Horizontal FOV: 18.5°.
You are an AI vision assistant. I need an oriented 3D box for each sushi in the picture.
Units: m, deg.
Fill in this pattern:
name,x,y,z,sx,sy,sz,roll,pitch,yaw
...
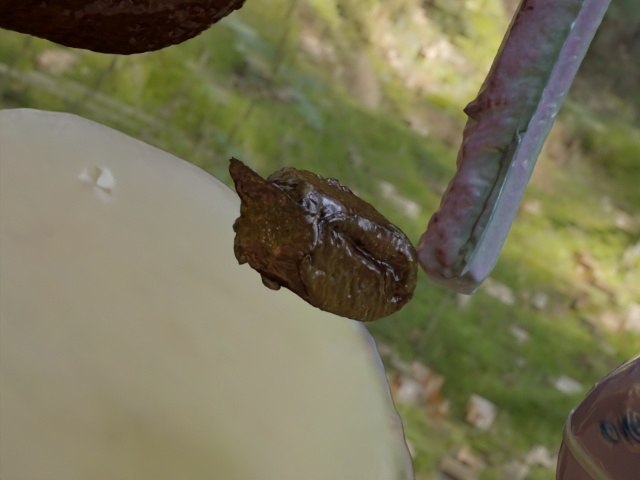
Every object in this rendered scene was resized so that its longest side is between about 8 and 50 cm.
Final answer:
name,x,y,z,sx,sy,sz,roll,pitch,yaw
sushi,0.000,0.000,0.861,0.055,0.052,0.120,28,6,35

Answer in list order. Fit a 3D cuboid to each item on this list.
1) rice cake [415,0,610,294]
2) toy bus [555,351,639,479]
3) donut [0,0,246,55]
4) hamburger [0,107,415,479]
name,x,y,z,sx,sy,sz,roll,pitch,yaw
rice cake,0.120,-0.107,1.044,0.051,0.290,0.081,24,5,4
toy bus,0.193,0.054,0.659,0.202,0.142,0.142,-31,68,-30
donut,-0.068,-0.147,0.790,0.126,0.187,0.144,16,8,-37
hamburger,-0.173,0.135,1.126,0.395,0.277,0.396,27,36,-22
